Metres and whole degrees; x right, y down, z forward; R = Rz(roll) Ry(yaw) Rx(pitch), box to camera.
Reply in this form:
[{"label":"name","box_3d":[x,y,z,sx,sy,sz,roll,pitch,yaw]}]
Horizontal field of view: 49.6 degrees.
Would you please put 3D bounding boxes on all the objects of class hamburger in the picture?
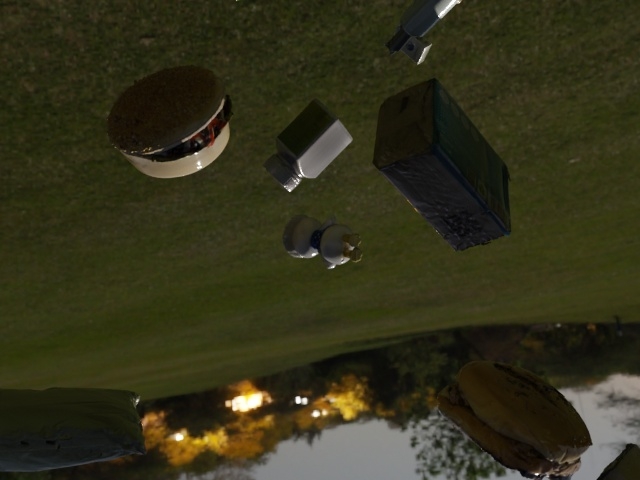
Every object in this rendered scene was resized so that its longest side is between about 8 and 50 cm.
[{"label":"hamburger","box_3d":[-0.347,-0.286,1.604,0.302,0.301,0.170,-10,140,6]},{"label":"hamburger","box_3d":[0.421,0.386,1.487,0.305,0.174,0.284,14,-159,-39]}]

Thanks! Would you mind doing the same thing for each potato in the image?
[{"label":"potato","box_3d":[0.555,0.434,1.277,0.122,0.061,0.086,-10,137,-50]}]

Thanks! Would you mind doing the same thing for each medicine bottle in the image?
[{"label":"medicine bottle","box_3d":[-0.033,-0.204,1.540,0.188,0.088,0.132,-45,157,3]}]

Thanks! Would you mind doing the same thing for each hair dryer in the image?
[{"label":"hair dryer","box_3d":[0.213,-0.391,1.072,0.173,0.107,0.357,30,145,-18]}]

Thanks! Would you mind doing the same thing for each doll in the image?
[{"label":"doll","box_3d":[0.000,0.000,1.817,0.119,0.138,0.293,-9,-168,-39]}]

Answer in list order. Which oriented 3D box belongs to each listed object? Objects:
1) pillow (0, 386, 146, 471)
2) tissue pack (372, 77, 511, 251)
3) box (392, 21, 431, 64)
[{"label":"pillow","box_3d":[-0.353,0.216,0.821,0.281,0.076,0.274,6,176,-17]},{"label":"tissue pack","box_3d":[0.222,-0.130,1.244,0.134,0.192,0.271,-23,131,32]},{"label":"box","box_3d":[0.195,-0.427,1.491,0.024,0.083,0.054,-37,165,-31]}]
